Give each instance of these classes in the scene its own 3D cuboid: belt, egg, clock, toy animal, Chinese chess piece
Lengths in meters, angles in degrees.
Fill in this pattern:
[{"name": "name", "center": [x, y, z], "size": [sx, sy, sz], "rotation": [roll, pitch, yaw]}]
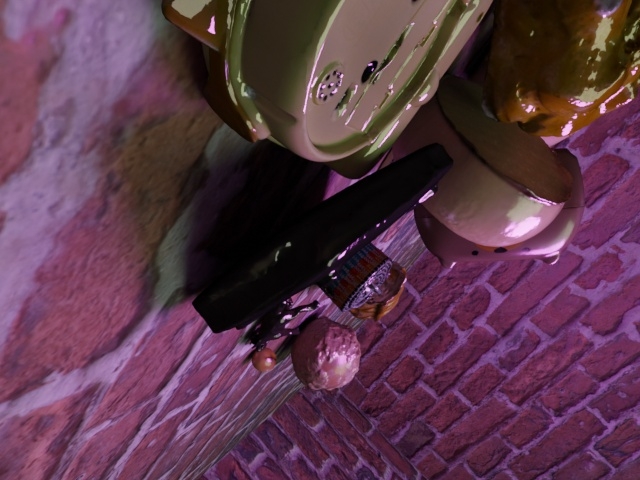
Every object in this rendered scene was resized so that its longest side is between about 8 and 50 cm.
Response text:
[{"name": "belt", "center": [0.106, 0.105, 1.203], "size": [0.207, 0.160, 0.295], "rotation": [-46, 163, -5]}, {"name": "egg", "center": [-0.171, 0.355, 1.246], "size": [0.071, 0.071, 0.083], "rotation": [-45, 146, -7]}, {"name": "clock", "center": [0.028, -0.198, 0.383], "size": [0.286, 0.117, 0.348], "rotation": [-54, 162, 20]}, {"name": "egg", "center": [0.017, 0.418, 1.540], "size": [0.279, 0.279, 0.310], "rotation": [-43, 169, -17]}, {"name": "toy animal", "center": [-0.103, 0.208, 1.053], "size": [0.148, 0.084, 0.232], "rotation": [-30, 160, -43]}, {"name": "Chinese chess piece", "center": [0.295, -0.151, 0.772], "size": [0.338, 0.338, 0.140], "rotation": [-30, 166, -46]}]

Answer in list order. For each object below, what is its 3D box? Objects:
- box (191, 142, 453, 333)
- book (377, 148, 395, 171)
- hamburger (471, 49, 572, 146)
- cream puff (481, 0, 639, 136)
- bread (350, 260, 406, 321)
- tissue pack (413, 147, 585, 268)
[{"name": "box", "center": [0.000, 0.000, 0.627], "size": [0.359, 0.091, 0.350], "rotation": [-36, -178, -38]}, {"name": "book", "center": [0.220, -0.214, 0.995], "size": [0.231, 0.026, 0.157], "rotation": [-26, 154, -51]}, {"name": "hamburger", "center": [0.480, -0.342, 0.919], "size": [0.179, 0.276, 0.294], "rotation": [-48, -173, 46]}, {"name": "cream puff", "center": [0.392, -0.330, 0.595], "size": [0.378, 0.275, 0.378], "rotation": [10, 90, -72]}, {"name": "bread", "center": [0.197, 0.188, 1.565], "size": [0.252, 0.238, 0.196], "rotation": [68, 30, -65]}, {"name": "tissue pack", "center": [0.438, -0.081, 1.071], "size": [0.267, 0.387, 0.277], "rotation": [-39, 126, -75]}]
